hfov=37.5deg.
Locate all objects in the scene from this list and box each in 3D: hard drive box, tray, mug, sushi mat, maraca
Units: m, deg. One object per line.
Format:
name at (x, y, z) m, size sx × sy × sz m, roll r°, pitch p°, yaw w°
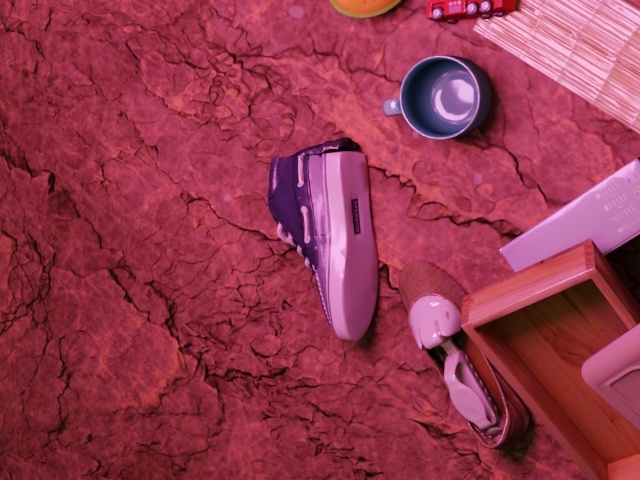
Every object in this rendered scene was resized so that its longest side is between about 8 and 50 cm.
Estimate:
hard drive box at (0.398, -0.025, 1.363) m, size 0.232 × 0.181 × 0.089 m, roll -37°, pitch 81°, yaw 26°
tray at (0.400, 0.196, 1.350) m, size 0.203 × 0.076 × 0.411 m, roll -28°, pitch 116°, yaw 28°
mug at (0.190, -0.230, 1.480) m, size 0.158 × 0.097 × 0.129 m, roll 28°, pitch 111°, yaw 21°
sushi mat at (0.391, -0.305, 1.409) m, size 0.316 × 0.019 × 0.151 m, roll 37°, pitch 114°, yaw 17°
maraca at (0.094, -0.428, 1.501) m, size 0.186 × 0.099 × 0.127 m, roll -28°, pitch 88°, yaw 2°

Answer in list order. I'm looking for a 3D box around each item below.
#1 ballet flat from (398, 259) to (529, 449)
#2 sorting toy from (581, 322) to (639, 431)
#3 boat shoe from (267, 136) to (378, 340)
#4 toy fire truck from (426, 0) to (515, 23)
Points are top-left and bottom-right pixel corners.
ballet flat at (0.218, 0.189, 1.522) m, size 0.116 × 0.124 × 0.342 m, roll -30°, pitch 84°, yaw 27°
sorting toy at (0.524, 0.162, 1.211) m, size 0.229 × 0.041 × 0.307 m, roll 44°, pitch 124°, yaw -3°
boat shoe at (0.000, 0.000, 1.615) m, size 0.158 × 0.127 × 0.340 m, roll -2°, pitch 90°, yaw 34°
toy fire truck at (0.248, -0.408, 1.433) m, size 0.192 × 0.047 × 0.135 m, roll 2°, pitch 91°, yaw 41°
